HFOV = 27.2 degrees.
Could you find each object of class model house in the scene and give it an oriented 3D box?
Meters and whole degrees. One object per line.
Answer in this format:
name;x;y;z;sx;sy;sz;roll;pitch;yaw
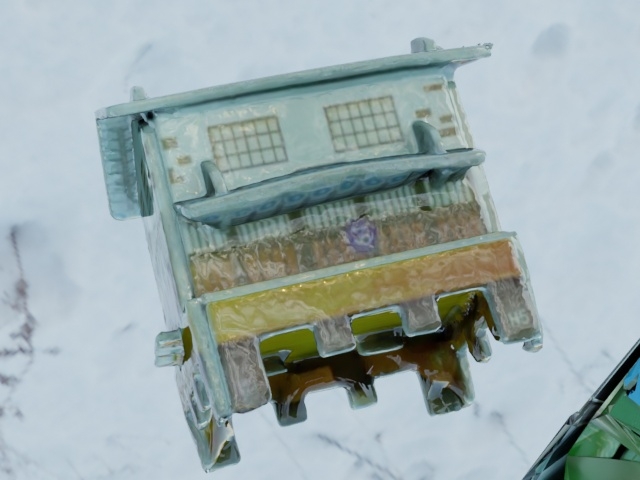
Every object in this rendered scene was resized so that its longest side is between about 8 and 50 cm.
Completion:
model house;0.000;0.000;0.777;0.224;0.215;0.198;-12;165;-12

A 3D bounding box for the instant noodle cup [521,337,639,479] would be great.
instant noodle cup;0.194;0.100;0.494;0.240;0.178;0.240;-45;161;-20
